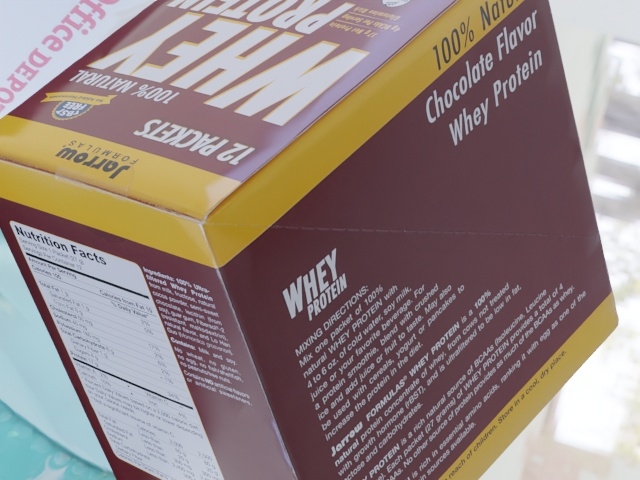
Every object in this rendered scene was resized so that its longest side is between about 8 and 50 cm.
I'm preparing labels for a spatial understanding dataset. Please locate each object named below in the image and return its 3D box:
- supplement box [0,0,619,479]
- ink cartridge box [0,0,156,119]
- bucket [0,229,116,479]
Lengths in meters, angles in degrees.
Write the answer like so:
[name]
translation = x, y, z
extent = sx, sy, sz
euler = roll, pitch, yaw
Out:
[supplement box]
translation = 0.000, 0.000, 0.709
extent = 0.191, 0.129, 0.194
euler = -42, -49, -31
[ink cartridge box]
translation = -0.228, -0.207, 1.039
extent = 0.198, 0.273, 0.115
euler = -36, 27, 44
[bucket]
translation = -0.216, 0.071, 0.826
extent = 0.183, 0.281, 0.281
euler = -39, -13, 8
